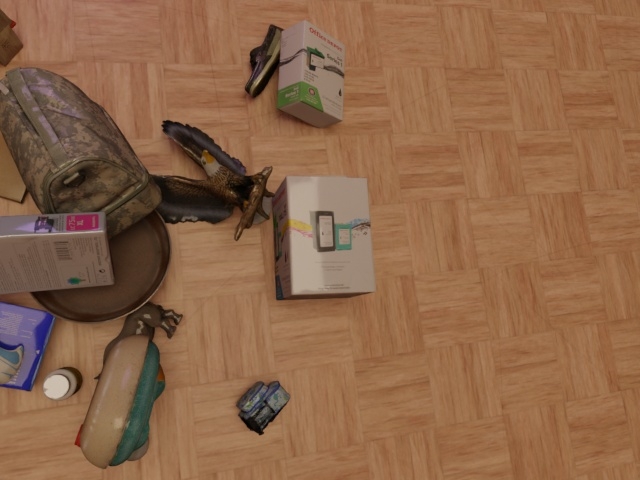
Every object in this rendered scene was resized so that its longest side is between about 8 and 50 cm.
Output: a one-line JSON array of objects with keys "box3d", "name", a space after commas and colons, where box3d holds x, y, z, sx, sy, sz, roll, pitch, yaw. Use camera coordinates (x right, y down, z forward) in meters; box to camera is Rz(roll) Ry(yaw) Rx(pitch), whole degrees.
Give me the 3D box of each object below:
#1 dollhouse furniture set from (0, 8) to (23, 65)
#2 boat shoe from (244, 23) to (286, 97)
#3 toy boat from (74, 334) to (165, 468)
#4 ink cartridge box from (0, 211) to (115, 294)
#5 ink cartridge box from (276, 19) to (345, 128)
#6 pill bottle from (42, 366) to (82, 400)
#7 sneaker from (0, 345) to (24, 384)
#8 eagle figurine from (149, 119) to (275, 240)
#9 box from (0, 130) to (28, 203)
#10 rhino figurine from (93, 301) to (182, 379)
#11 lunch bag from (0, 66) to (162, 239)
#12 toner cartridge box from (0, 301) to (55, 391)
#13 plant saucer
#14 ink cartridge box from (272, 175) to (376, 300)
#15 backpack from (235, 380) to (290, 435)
[{"box3d": [-0.822, -0.511, 1.160, 0.259, 0.135, 0.261, 30, 73, 3], "name": "dollhouse furniture set"}, {"box3d": [-0.149, -0.469, 1.351, 0.074, 0.080, 0.223, 27, 69, -4], "name": "boat shoe"}, {"box3d": [-0.386, 0.343, 1.042, 0.148, 0.318, 0.267, 20, 38, -18], "name": "toy boat"}, {"box3d": [-0.567, 0.029, 0.991, 0.312, 0.185, 0.065, -6, 54, -20], "name": "ink cartridge box"}, {"box3d": [-0.021, -0.423, 1.336, 0.160, 0.093, 0.219, 13, 76, -46], "name": "ink cartridge box"}, {"box3d": [-0.538, 0.298, 1.082, 0.065, 0.116, 0.065, 3, 80, -15], "name": "pill bottle"}, {"box3d": [-0.681, 0.190, 0.975, 0.237, 0.085, 0.086, 31, 45, -20], "name": "sneaker"}, {"box3d": [-0.261, -0.145, 1.226, 0.299, 0.225, 0.226, 16, 30, 20], "name": "eagle figurine"}, {"box3d": [-0.740, -0.188, 1.161, 0.201, 0.021, 0.164, 18, 76, -12], "name": "box"}, {"box3d": [-0.415, 0.245, 1.150, 0.106, 0.073, 0.243, 34, 81, -13], "name": "rhino figurine"}, {"box3d": [-0.505, -0.177, 1.056, 0.213, 0.256, 0.305, -34, 68, -10], "name": "lunch bag"}, {"box3d": [-0.734, 0.184, 1.028, 0.348, 0.075, 0.165, 19, 76, -26], "name": "toner cartridge box"}, {"box3d": [-0.485, 0.036, 1.151, 0.311, 0.050, 0.310, 2, 69, -6], "name": "plant saucer"}, {"box3d": [0.000, 0.000, 1.244, 0.197, 0.198, 0.269, -1, 80, -15], "name": "ink cartridge box"}, {"box3d": [-0.131, 0.371, 1.190, 0.114, 0.105, 0.084, -40, 93, -23], "name": "backpack"}]
